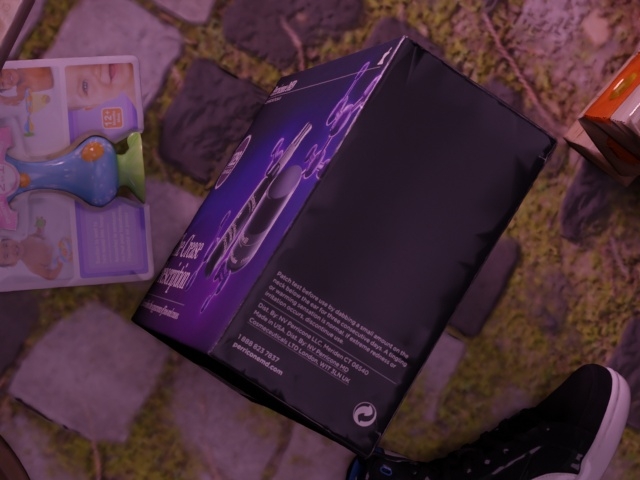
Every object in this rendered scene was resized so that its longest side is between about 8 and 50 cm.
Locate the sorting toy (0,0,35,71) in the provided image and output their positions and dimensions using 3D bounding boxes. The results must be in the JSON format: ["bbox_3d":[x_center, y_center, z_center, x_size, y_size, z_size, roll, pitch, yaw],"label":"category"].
[{"bbox_3d":[-0.319,-0.096,0.895,0.255,0.089,0.257,25,84,1],"label":"sorting toy"}]

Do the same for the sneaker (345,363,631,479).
[{"bbox_3d":[0.090,0.142,1.040,0.121,0.079,0.217,39,83,-13],"label":"sneaker"}]

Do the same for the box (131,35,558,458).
[{"bbox_3d":[0.000,0.000,0.921,0.103,0.261,0.184,36,82,-12],"label":"box"}]

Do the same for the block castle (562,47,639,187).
[{"bbox_3d":[0.345,-0.044,0.918,0.303,0.453,0.213,41,88,-11],"label":"block castle"}]

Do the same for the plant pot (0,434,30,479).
[{"bbox_3d":[-0.265,0.194,0.936,0.237,0.110,0.237,0,90,-14],"label":"plant pot"}]

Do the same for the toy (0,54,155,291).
[{"bbox_3d":[-0.215,-0.035,0.971,0.237,0.056,0.137,-4,91,-14],"label":"toy"}]
